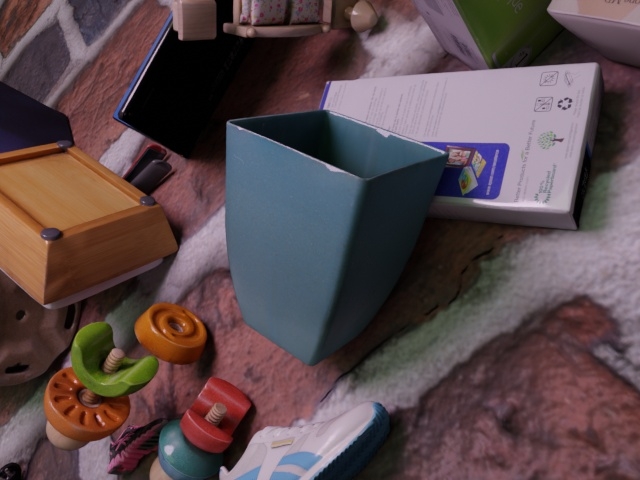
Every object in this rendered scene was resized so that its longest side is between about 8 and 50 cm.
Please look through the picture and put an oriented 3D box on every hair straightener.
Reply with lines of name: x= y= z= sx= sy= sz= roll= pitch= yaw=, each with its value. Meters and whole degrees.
hair straightener: x=-0.342 y=-0.062 z=0.948 sx=0.230 sy=0.047 sz=0.089 roll=-40 pitch=55 yaw=15

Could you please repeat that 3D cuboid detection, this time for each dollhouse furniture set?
dollhouse furniture set: x=0.016 y=-0.391 z=0.633 sx=0.174 sy=0.356 sz=0.303 roll=32 pitch=130 yaw=38

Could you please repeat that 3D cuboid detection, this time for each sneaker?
sneaker: x=-0.261 y=0.280 z=0.771 sx=0.119 sy=0.047 sz=0.057 roll=-40 pitch=44 yaw=14
sneaker: x=-0.026 y=0.239 z=0.599 sx=0.229 sy=0.087 sz=0.092 roll=-40 pitch=53 yaw=13

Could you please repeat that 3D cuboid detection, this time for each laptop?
laptop: x=-0.237 y=-0.361 z=0.882 sx=0.236 sy=0.408 sz=0.381 roll=29 pitch=90 yaw=4

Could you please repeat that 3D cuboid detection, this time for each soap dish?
soap dish: x=-0.398 y=-0.040 z=0.829 sx=0.291 sy=0.229 sz=0.118 roll=32 pitch=125 yaw=23

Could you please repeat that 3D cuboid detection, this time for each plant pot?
plant pot: x=-0.599 y=0.107 z=0.914 sx=0.306 sy=0.334 sz=0.333 roll=7 pitch=76 yaw=24
plant pot: x=0.000 y=0.000 z=0.586 sx=0.166 sy=0.165 sz=0.234 roll=28 pitch=120 yaw=29

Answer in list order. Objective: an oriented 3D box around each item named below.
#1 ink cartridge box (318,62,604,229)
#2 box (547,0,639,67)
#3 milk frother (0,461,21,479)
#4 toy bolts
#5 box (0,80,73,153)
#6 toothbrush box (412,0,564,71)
ink cartridge box: x=0.136 y=-0.112 z=0.637 sx=0.333 sy=0.065 sz=0.165 roll=9 pitch=78 yaw=34
box: x=0.358 y=-0.308 z=0.461 sx=0.311 sy=0.121 sz=0.148 roll=-64 pitch=32 yaw=16
milk frother: x=-0.477 y=0.429 z=0.829 sx=0.135 sy=0.129 sz=0.143 roll=28 pitch=55 yaw=4
toy bolts: x=-0.214 y=0.216 z=0.709 sx=0.228 sy=0.218 sz=0.158 roll=37 pitch=109 yaw=5
box: x=-0.707 y=-0.170 z=1.078 sx=0.296 sy=0.294 sz=0.182 roll=-39 pitch=58 yaw=16
toothbrush box: x=0.229 y=-0.342 z=0.572 sx=0.283 sy=0.206 sz=0.122 roll=-47 pitch=53 yaw=10
